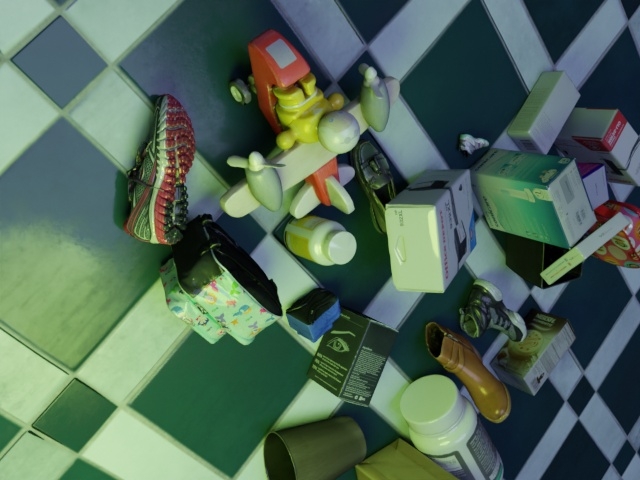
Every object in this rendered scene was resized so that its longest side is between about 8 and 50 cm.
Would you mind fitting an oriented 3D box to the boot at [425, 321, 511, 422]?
[{"bbox_3d":[0.405,0.359,1.724,0.109,0.283,0.220,-38,127,22],"label":"boot"}]

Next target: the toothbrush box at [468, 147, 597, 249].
[{"bbox_3d":[0.573,-0.122,1.702,0.126,0.295,0.216,-42,119,-16],"label":"toothbrush box"}]

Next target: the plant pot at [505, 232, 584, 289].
[{"bbox_3d":[0.668,0.022,1.875,0.187,0.167,0.188,-11,107,-31],"label":"plant pot"}]

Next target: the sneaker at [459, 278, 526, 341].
[{"bbox_3d":[0.510,0.250,1.866,0.153,0.101,0.269,-48,115,-15],"label":"sneaker"}]

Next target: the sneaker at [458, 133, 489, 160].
[{"bbox_3d":[0.426,-0.257,1.735,0.098,0.038,0.069,10,97,-25],"label":"sneaker"}]

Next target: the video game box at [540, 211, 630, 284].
[{"bbox_3d":[0.731,0.024,1.716,0.205,0.187,0.048,-32,76,-24],"label":"video game box"}]

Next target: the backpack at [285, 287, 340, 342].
[{"bbox_3d":[-0.012,0.179,1.511,0.120,0.098,0.101,-43,141,-28],"label":"backpack"}]

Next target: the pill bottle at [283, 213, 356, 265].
[{"bbox_3d":[0.000,0.000,1.422,0.103,0.184,0.103,-8,105,-31],"label":"pill bottle"}]

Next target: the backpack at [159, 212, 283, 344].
[{"bbox_3d":[-0.202,0.099,1.293,0.191,0.225,0.253,-44,127,8],"label":"backpack"}]

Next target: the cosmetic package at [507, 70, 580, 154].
[{"bbox_3d":[0.664,-0.378,1.835,0.117,0.085,0.231,41,76,-33],"label":"cosmetic package"}]

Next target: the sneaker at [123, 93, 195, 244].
[{"bbox_3d":[-0.327,-0.145,1.228,0.121,0.112,0.299,23,73,-74],"label":"sneaker"}]

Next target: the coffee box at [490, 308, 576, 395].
[{"bbox_3d":[0.679,0.351,1.971,0.246,0.141,0.098,-47,121,-17],"label":"coffee box"}]

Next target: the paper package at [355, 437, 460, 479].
[{"bbox_3d":[0.264,0.765,1.688,0.168,0.309,0.325,-21,110,-28],"label":"paper package"}]

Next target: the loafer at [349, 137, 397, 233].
[{"bbox_3d":[0.157,-0.132,1.555,0.096,0.084,0.268,-33,117,-21],"label":"loafer"}]

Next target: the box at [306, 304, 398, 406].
[{"bbox_3d":[0.079,0.286,1.556,0.108,0.153,0.207,26,87,-35],"label":"box"}]

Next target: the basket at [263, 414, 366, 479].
[{"bbox_3d":[-0.009,0.538,1.562,0.226,0.154,0.205,-13,109,-34],"label":"basket"}]

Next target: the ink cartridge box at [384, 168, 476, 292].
[{"bbox_3d":[0.287,-0.033,1.559,0.307,0.129,0.223,-39,124,-54],"label":"ink cartridge box"}]

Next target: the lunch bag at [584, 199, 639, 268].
[{"bbox_3d":[0.864,-0.046,1.914,0.120,0.293,0.258,-51,123,-8],"label":"lunch bag"}]

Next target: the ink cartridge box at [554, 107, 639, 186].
[{"bbox_3d":[0.872,-0.290,1.920,0.272,0.197,0.114,32,84,-33],"label":"ink cartridge box"}]

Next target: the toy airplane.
[{"bbox_3d":[-0.008,-0.211,1.318,0.384,0.272,0.386,11,94,-35],"label":"toy airplane"}]

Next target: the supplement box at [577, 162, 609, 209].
[{"bbox_3d":[0.721,-0.164,1.836,0.114,0.220,0.111,-29,114,-24],"label":"supplement box"}]

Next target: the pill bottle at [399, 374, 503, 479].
[{"bbox_3d":[0.377,0.569,1.782,0.204,0.204,0.361,-41,120,-19],"label":"pill bottle"}]
